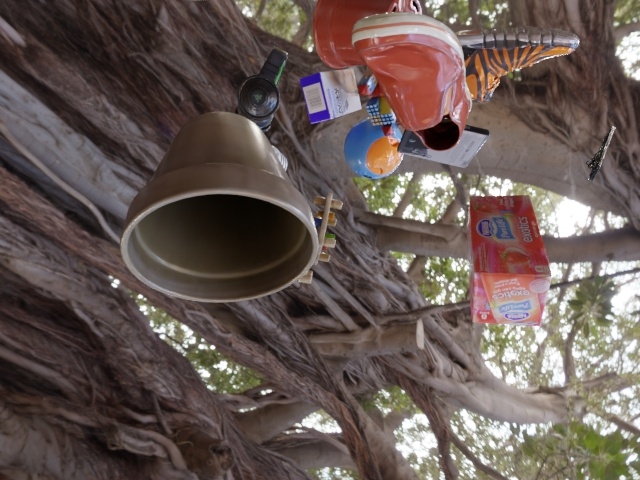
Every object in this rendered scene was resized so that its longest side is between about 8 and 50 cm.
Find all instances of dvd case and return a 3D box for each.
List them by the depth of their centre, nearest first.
[{"bbox_3d":[0.381,-0.313,1.273,0.238,0.179,0.030,13,-112,0],"label":"dvd case"}]

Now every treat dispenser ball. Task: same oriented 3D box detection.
[{"bbox_3d":[0.255,-0.439,1.915,0.288,0.288,0.288,-16,-131,20],"label":"treat dispenser ball"}]

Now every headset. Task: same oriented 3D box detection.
[{"bbox_3d":[-0.230,-0.443,1.288,0.394,0.185,0.243,-69,-168,-10],"label":"headset"}]

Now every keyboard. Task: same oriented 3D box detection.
[{"bbox_3d":[0.870,-0.268,1.263,0.038,0.100,0.192,24,-115,27],"label":"keyboard"}]

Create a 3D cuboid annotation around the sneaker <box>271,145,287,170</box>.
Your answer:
[{"bbox_3d":[-0.315,-0.205,1.460,0.447,0.257,0.169,-21,-107,20],"label":"sneaker"}]

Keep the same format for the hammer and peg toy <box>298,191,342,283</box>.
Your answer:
[{"bbox_3d":[0.000,0.000,1.738,0.127,0.266,0.362,12,-113,-2],"label":"hammer and peg toy"}]

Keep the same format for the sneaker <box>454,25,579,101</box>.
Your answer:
[{"bbox_3d":[0.519,-0.486,1.115,0.320,0.180,0.125,9,-142,20],"label":"sneaker"}]

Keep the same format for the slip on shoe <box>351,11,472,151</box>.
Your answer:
[{"bbox_3d":[0.148,-0.218,0.587,0.123,0.331,0.101,6,-94,31],"label":"slip on shoe"}]

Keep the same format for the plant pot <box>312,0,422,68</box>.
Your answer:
[{"bbox_3d":[0.162,-0.683,1.289,0.265,0.272,0.272,29,-105,38],"label":"plant pot"}]

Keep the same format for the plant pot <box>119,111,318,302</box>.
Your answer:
[{"bbox_3d":[-0.184,-0.081,0.755,0.323,0.323,0.281,-23,-127,15],"label":"plant pot"}]

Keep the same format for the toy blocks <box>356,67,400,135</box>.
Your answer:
[{"bbox_3d":[0.281,-0.592,1.667,0.190,0.381,0.261,4,-125,36],"label":"toy blocks"}]

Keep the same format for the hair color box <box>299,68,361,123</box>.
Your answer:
[{"bbox_3d":[0.054,-0.630,1.735,0.110,0.185,0.339,-5,-159,29],"label":"hair color box"}]

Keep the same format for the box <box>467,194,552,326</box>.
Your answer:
[{"bbox_3d":[0.418,0.034,0.924,0.142,0.154,0.300,0,-142,18],"label":"box"}]
